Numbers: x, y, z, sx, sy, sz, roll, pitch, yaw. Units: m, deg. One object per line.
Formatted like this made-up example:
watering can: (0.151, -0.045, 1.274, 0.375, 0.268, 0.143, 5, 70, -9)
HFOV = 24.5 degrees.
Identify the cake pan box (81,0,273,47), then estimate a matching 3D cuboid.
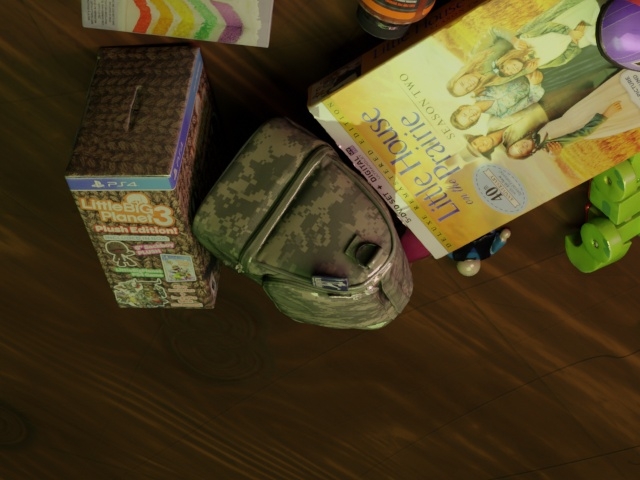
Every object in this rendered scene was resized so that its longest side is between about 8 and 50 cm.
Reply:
cake pan box: (-0.169, -0.360, 1.792, 0.246, 0.070, 0.267, 5, 142, -5)

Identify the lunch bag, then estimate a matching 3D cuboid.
lunch bag: (0.000, 0.000, 1.988, 0.256, 0.212, 0.305, 32, 173, 15)

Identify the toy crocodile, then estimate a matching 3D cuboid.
toy crocodile: (0.423, -0.075, 2.083, 0.115, 0.105, 0.340, -29, 146, -23)

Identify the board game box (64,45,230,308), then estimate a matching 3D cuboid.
board game box: (-0.222, -0.082, 2.013, 0.141, 0.232, 0.291, 0, 143, 10)

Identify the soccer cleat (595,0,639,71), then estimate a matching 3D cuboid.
soccer cleat: (0.473, -0.248, 1.760, 0.318, 0.108, 0.116, 0, -171, -29)

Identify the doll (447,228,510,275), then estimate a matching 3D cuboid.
doll: (0.225, -0.007, 2.225, 0.129, 0.046, 0.189, -7, 148, -1)

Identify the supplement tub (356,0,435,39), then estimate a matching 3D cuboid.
supplement tub: (0.100, -0.333, 1.769, 0.106, 0.106, 0.198, 11, 141, -9)

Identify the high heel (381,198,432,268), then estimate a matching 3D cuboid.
high heel: (0.082, -0.031, 2.153, 0.181, 0.127, 0.377, 18, 136, -8)

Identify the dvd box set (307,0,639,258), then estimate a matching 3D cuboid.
dvd box set: (0.238, -0.180, 1.893, 0.420, 0.062, 0.307, -28, 120, 23)
